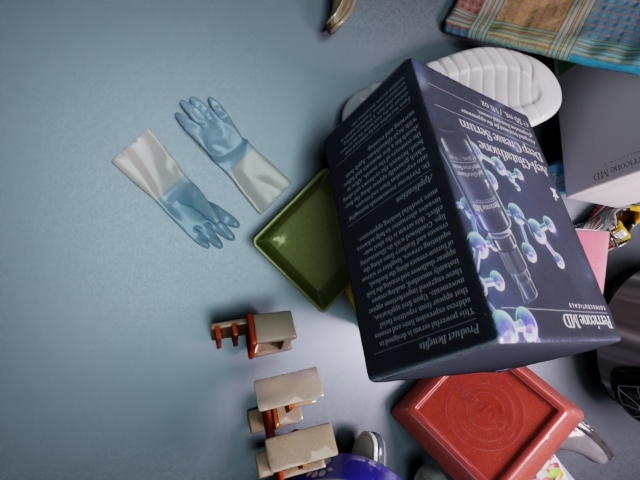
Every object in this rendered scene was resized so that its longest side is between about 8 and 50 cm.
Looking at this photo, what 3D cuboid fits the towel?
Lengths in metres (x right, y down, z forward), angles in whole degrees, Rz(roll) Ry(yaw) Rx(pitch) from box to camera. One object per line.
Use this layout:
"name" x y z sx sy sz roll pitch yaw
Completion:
"towel" 0.448 -0.452 0.824 0.370 0.040 0.271 25 84 23

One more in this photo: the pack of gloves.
"pack of gloves" -0.186 -0.112 0.761 0.195 0.046 0.232 -46 107 -9

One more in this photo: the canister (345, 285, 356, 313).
"canister" 0.120 0.125 0.817 0.073 0.170 0.126 -30 103 -14

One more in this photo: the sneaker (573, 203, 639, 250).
"sneaker" 0.616 -0.013 1.011 0.225 0.092 0.088 -43 106 -10

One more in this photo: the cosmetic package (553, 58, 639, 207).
"cosmetic package" 0.586 -0.266 0.877 0.155 0.197 0.366 9 74 -19

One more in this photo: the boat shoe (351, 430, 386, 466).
"boat shoe" 0.105 0.486 0.885 0.079 0.095 0.255 2 96 -17

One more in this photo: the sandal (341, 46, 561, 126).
"sandal" 0.239 -0.259 0.867 0.416 0.102 0.169 -9 83 -5

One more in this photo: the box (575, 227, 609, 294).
"box" 0.476 0.087 0.943 0.126 0.148 0.232 1 95 -19

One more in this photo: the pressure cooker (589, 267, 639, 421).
"pressure cooker" 0.844 0.243 0.938 0.369 0.420 0.376 6 94 -19

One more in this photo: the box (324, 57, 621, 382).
"box" 0.205 -0.014 0.685 0.293 0.212 0.396 8 61 -36

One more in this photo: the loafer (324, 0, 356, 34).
"loafer" 0.038 -0.429 0.804 0.050 0.056 0.148 28 76 -18

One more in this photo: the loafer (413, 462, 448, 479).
"loafer" 0.211 0.612 0.923 0.111 0.112 0.320 -6 97 -26

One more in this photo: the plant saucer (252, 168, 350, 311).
"plant saucer" 0.000 0.000 0.832 0.188 0.045 0.188 -46 107 -10

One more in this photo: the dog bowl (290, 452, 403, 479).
"dog bowl" 0.047 0.517 0.799 0.264 0.104 0.265 3 102 14

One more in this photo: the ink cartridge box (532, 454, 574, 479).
"ink cartridge box" 0.385 0.476 0.912 0.185 0.065 0.311 -40 100 -1

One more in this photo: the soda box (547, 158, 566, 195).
"soda box" 0.464 -0.121 0.961 0.210 0.071 0.067 -16 98 -16

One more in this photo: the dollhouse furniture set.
"dollhouse furniture set" -0.090 0.254 0.733 0.135 0.262 0.259 -8 64 -16

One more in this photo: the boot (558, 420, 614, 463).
"boot" 0.453 0.446 1.001 0.338 0.118 0.223 35 87 -8

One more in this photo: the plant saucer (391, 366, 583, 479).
"plant saucer" 0.310 0.326 0.872 0.259 0.258 0.048 -43 148 -10
